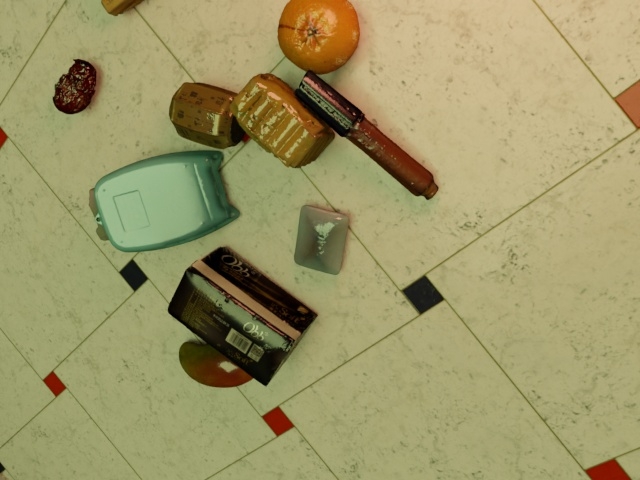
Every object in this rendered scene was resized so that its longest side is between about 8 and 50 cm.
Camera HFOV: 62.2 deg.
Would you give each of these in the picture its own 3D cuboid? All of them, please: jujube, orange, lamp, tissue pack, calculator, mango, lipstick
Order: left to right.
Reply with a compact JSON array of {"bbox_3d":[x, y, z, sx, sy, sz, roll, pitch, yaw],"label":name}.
[{"bbox_3d":[-0.706,-0.441,1.545,0.104,0.104,0.166,44,109,3],"label":"jujube"},{"bbox_3d":[-0.438,-0.105,1.478,0.387,0.054,0.256,-15,102,-2],"label":"calculator"},{"bbox_3d":[-0.290,-0.327,1.390,0.185,0.161,0.161,20,113,12],"label":"lamp"},{"bbox_3d":[-0.324,0.382,1.646,0.289,0.129,0.146,-10,105,32],"label":"mango"},{"bbox_3d":[-0.218,0.213,1.507,0.370,0.198,0.210,36,113,7],"label":"tissue pack"},{"bbox_3d":[-0.006,-0.481,1.225,0.193,0.161,0.193,3,98,20],"label":"orange"},{"bbox_3d":[0.114,-0.240,1.257,0.418,0.077,0.077,38,117,-11],"label":"lipstick"}]

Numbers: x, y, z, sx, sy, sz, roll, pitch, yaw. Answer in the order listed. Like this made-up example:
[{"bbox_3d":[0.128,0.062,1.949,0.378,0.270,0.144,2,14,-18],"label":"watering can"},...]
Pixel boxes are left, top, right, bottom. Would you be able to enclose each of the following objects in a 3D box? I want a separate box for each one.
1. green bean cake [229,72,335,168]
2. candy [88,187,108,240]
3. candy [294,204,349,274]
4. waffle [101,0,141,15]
[{"bbox_3d":[-0.086,-0.291,1.281,0.224,0.230,0.131,45,110,0],"label":"green bean cake"},{"bbox_3d":[-0.567,-0.083,1.583,0.195,0.137,0.184,1,107,19],"label":"candy"},{"bbox_3d":[0.000,0.000,1.425,0.138,0.071,0.174,15,112,16],"label":"candy"},{"bbox_3d":[-0.533,-0.779,1.372,0.224,0.098,0.327,-20,101,27],"label":"waffle"}]
